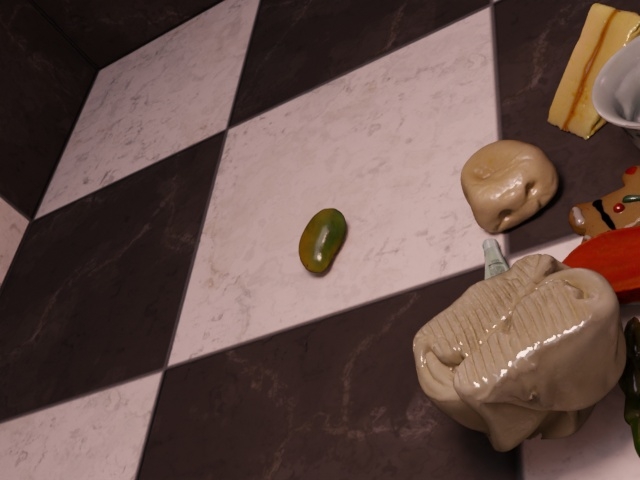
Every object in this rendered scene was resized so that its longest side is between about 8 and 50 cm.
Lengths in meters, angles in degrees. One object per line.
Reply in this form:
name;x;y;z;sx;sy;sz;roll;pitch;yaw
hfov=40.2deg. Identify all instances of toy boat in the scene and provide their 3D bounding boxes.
toy boat;0.591;0.053;1.622;0.332;0.133;0.145;-14;62;50

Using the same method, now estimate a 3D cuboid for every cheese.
cheese;0.415;-0.126;1.974;0.235;0.117;0.217;-3;53;46

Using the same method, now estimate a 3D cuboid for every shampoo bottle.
shampoo bottle;0.377;0.069;1.868;0.069;0.041;0.190;-16;40;11

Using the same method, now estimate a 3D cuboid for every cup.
cup;0.749;-0.294;1.779;0.347;0.163;0.347;-25;36;20

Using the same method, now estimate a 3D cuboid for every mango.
mango;-0.002;-0.002;2.263;0.122;0.085;0.191;4;55;42

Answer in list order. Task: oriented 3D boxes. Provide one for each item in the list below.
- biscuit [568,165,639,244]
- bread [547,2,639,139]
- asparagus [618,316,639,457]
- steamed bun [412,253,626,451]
biscuit;0.647;-0.081;1.768;0.302;0.049;0.196;-30;40;16
bread;0.627;-0.389;2.005;0.264;0.163;0.168;-45;36;-3
asparagus;0.549;0.254;1.492;0.080;0.080;0.287;-18;47;30
steamed bun;0.367;0.215;1.545;0.368;0.255;0.342;-32;22;7
